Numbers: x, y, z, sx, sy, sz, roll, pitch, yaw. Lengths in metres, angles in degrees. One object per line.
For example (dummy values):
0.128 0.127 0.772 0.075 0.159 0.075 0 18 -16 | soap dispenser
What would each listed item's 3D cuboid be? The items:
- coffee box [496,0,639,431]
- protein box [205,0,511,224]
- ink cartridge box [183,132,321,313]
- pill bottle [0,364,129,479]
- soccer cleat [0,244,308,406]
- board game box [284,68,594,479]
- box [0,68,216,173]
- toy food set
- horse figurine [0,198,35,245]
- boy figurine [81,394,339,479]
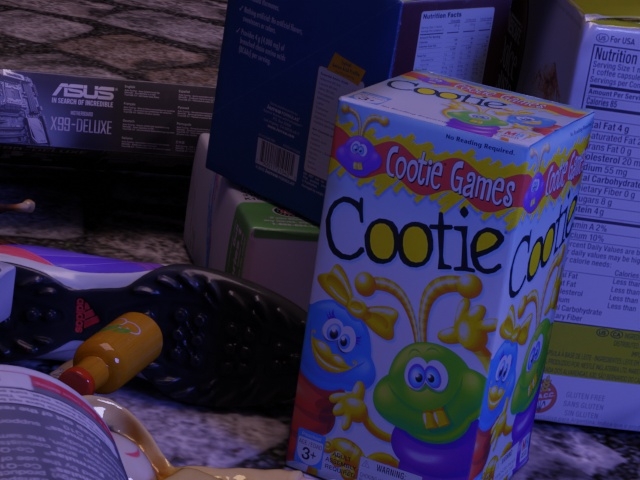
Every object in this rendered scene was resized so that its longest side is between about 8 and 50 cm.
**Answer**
0.323 -0.046 1.439 0.338 0.334 0.337 7 18 -5 | coffee box
0.027 -0.131 1.397 0.136 0.201 0.200 -10 27 -44 | protein box
0.000 0.000 1.503 0.201 0.117 0.278 4 19 -15 | ink cartridge box
-0.153 0.186 0.815 0.161 0.161 0.283 2 19 -18 | pill bottle
-0.150 0.055 1.306 0.318 0.108 0.116 7 14 4 | soccer cleat
0.083 0.035 1.187 0.144 0.275 0.142 16 20 23 | board game box
-0.203 -0.114 1.697 0.307 0.076 0.242 4 -2 -14 | box
-0.238 0.084 1.157 0.232 0.111 0.104 16 19 14 | toy food set
-0.371 -0.020 1.485 0.263 0.066 0.174 15 14 25 | horse figurine
-0.050 0.175 1.010 0.285 0.092 0.177 22 25 27 | boy figurine
